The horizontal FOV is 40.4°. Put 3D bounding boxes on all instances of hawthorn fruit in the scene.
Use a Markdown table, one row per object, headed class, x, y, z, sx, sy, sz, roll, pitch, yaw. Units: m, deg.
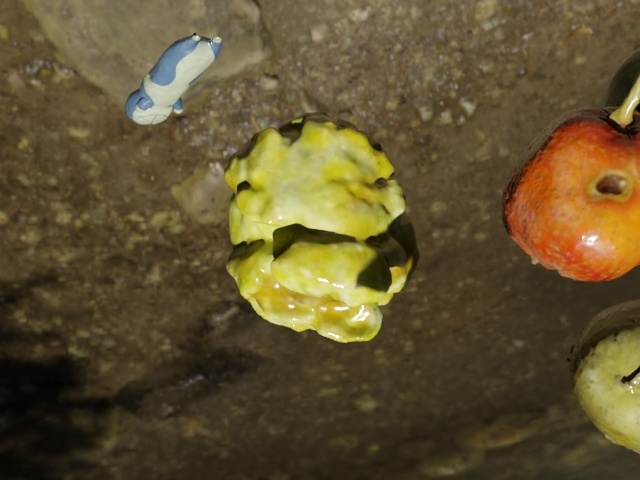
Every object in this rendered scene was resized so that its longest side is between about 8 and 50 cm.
| class | x | y | z | sx | sy | sz | roll | pitch | yaw |
| --- | --- | --- | --- | --- | --- | --- | --- | --- | --- |
| hawthorn fruit | 0.266 | -0.099 | 0.800 | 0.165 | 0.165 | 0.286 | 4 | 116 | -18 |

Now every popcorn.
| class | x | y | z | sx | sy | sz | roll | pitch | yaw |
| --- | --- | --- | --- | --- | --- | --- | --- | --- | --- |
| popcorn | 0.000 | 0.000 | 1.019 | 0.234 | 0.242 | 0.250 | 10 | 156 | 7 |

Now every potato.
| class | x | y | z | sx | sy | sz | roll | pitch | yaw |
| --- | --- | --- | --- | --- | --- | --- | --- | --- | --- |
| potato | 0.472 | 0.188 | 1.167 | 0.359 | 0.270 | 0.219 | 26 | 103 | -30 |

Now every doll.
| class | x | y | z | sx | sy | sz | roll | pitch | yaw |
| --- | --- | --- | --- | --- | --- | --- | --- | --- | --- |
| doll | -0.107 | -0.116 | 0.629 | 0.037 | 0.027 | 0.125 | -5 | 165 | -35 |

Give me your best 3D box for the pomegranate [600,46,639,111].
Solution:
| class | x | y | z | sx | sy | sz | roll | pitch | yaw |
| --- | --- | --- | --- | --- | --- | --- | --- | --- | --- |
| pomegranate | 0.389 | -0.148 | 0.877 | 0.187 | 0.187 | 0.225 | 0 | 142 | -12 |
